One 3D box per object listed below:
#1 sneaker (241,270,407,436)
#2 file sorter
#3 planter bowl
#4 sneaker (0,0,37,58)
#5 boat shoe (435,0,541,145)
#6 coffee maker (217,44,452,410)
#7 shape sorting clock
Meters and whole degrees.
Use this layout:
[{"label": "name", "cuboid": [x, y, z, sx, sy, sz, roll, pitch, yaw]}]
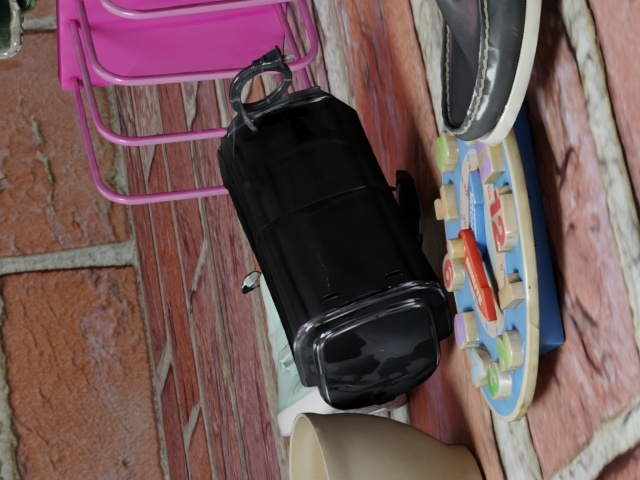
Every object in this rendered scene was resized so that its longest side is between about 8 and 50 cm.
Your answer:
[{"label": "sneaker", "cuboid": [-0.005, 0.067, 1.502, 0.256, 0.094, 0.151, 151, 107, -80]}, {"label": "file sorter", "cuboid": [-0.102, -0.194, 1.611, 0.291, 0.202, 0.182, 96, 160, -47]}, {"label": "planter bowl", "cuboid": [0.048, 0.186, 1.283, 0.162, 0.109, 0.162, 174, 90, -78]}, {"label": "sneaker", "cuboid": [-0.287, -0.246, 1.682, 0.410, 0.158, 0.182, -39, -51, -83]}, {"label": "boat shoe", "cuboid": [0.072, -0.165, 1.026, 0.084, 0.079, 0.233, -147, 56, -70]}, {"label": "coffee maker", "cuboid": [0.000, 0.000, 1.286, 0.171, 0.120, 0.178, 40, -161, -49]}, {"label": "shape sorting clock", "cuboid": [0.093, 0.002, 1.137, 0.206, 0.040, 0.206, 174, 90, -79]}]
